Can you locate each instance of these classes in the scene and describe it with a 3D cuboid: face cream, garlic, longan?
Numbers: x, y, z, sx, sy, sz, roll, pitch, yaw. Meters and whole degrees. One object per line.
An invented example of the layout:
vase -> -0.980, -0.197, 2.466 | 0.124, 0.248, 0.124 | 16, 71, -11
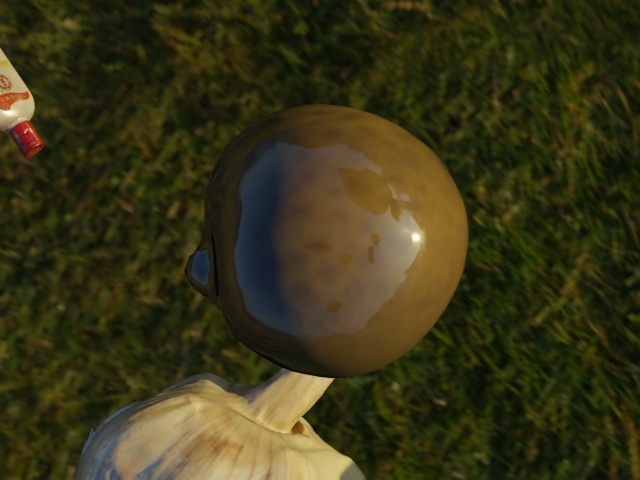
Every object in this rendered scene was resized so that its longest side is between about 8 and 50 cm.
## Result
face cream -> -0.181, -0.083, 0.974 | 0.021, 0.040, 0.083 | -42, 79, 37
garlic -> -0.029, 0.123, 1.064 | 0.199, 0.199, 0.226 | 35, 97, 26
longan -> 0.000, 0.000, 0.668 | 0.113, 0.092, 0.113 | -6, 71, 17
